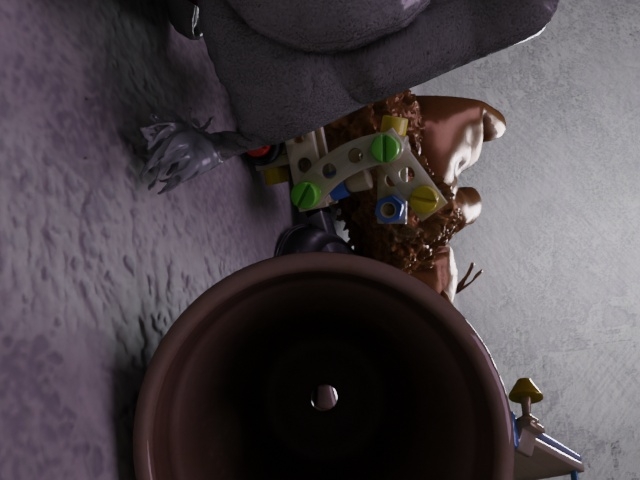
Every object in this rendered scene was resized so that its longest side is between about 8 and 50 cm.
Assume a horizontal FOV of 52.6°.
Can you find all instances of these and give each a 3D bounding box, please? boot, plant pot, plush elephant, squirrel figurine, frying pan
[{"bbox_3d":[0.019,0.196,0.852,0.118,0.042,0.087,-35,118,-68],"label":"boot"},{"bbox_3d":[0.005,0.148,0.542,0.229,0.262,0.263,71,10,-84],"label":"plant pot"},{"bbox_3d":[-0.042,-0.220,0.513,0.256,0.329,0.272,65,-6,-16],"label":"plush elephant"},{"bbox_3d":[0.119,-0.035,1.006,0.397,0.280,0.371,7,85,-65],"label":"squirrel figurine"},{"bbox_3d":[0.017,0.016,0.861,0.197,0.053,0.326,39,45,-41],"label":"frying pan"}]

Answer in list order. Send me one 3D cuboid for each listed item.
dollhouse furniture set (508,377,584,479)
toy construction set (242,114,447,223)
[{"bbox_3d":[0.263,0.282,0.996,0.286,0.303,0.198,31,48,-31],"label":"dollhouse furniture set"},{"bbox_3d":[0.014,-0.168,0.738,0.151,0.214,0.328,20,61,-71],"label":"toy construction set"}]
